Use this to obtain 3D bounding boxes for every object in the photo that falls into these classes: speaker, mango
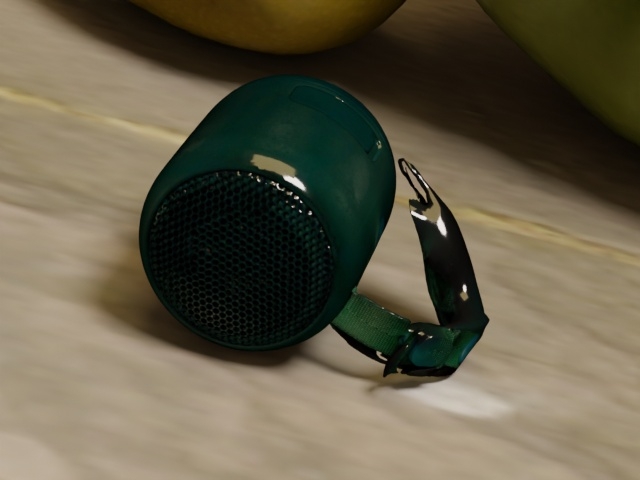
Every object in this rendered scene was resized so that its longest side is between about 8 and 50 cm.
[{"bbox_3d":[0.003,-0.003,0.478,0.094,0.060,0.075,16,28,6],"label":"speaker"},{"bbox_3d":[-0.049,-0.139,0.696,0.137,0.091,0.237,-2,23,-37],"label":"mango"}]

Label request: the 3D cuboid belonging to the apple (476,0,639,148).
[{"bbox_3d":[0.173,-0.160,0.611,0.292,0.292,0.254,24,43,22],"label":"apple"}]
